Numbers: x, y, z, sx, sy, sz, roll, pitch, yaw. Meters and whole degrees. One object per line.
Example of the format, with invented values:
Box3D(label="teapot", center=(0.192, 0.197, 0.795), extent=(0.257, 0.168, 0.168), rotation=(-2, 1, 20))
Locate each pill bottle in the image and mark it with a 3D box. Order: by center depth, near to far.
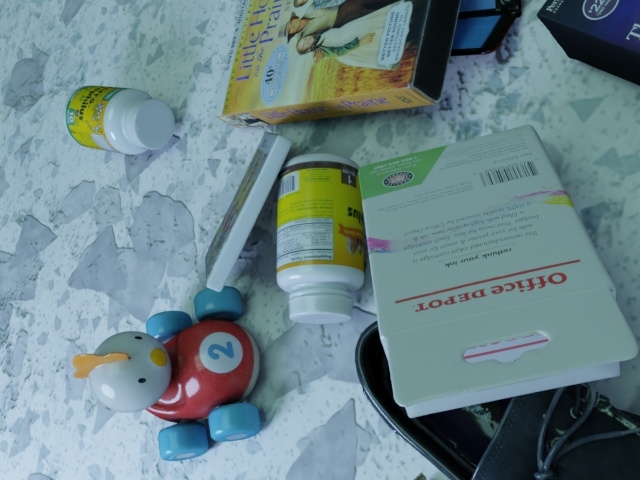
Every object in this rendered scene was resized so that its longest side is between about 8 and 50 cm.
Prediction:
Box3D(label="pill bottle", center=(0.000, 0.000, 1.026), extent=(0.117, 0.117, 0.215), rotation=(-12, 70, 35))
Box3D(label="pill bottle", center=(-0.361, -0.216, 1.374), extent=(0.208, 0.117, 0.118), rotation=(14, 86, 40))

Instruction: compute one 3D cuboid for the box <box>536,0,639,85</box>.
Box3D(label="box", center=(0.387, -0.295, 0.798), extent=(0.261, 0.103, 0.184), rotation=(-55, 43, 6))

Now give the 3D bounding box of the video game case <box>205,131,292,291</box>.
Box3D(label="video game case", center=(-0.111, -0.051, 1.112), extent=(0.227, 0.026, 0.206), rotation=(-64, 12, 5))

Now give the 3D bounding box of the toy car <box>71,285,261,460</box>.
Box3D(label="toy car", center=(-0.228, 0.180, 1.074), extent=(0.210, 0.238, 0.219), rotation=(-27, 62, 30))

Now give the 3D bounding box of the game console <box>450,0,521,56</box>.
Box3D(label="game console", center=(0.178, -0.306, 0.992), extent=(0.144, 0.085, 0.124), rotation=(8, 112, 39))

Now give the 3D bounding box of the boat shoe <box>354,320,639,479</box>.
Box3D(label="boat shoe", center=(0.226, 0.217, 0.763), extent=(0.500, 0.156, 0.187), rotation=(32, 96, 38))

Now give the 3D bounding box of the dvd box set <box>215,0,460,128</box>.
Box3D(label="dvd box set", center=(0.021, -0.327, 1.100), extent=(0.420, 0.062, 0.308), rotation=(4, 78, 48))

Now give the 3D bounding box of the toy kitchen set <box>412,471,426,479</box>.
Box3D(label="toy kitchen set", center=(0.121, 0.319, 0.873), extent=(0.068, 0.083, 0.075), rotation=(-35, 45, -26))

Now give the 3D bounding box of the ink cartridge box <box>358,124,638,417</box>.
Box3D(label="ink cartridge box", center=(0.159, 0.042, 0.753), extent=(0.207, 0.119, 0.353), rotation=(-13, 37, 9))
